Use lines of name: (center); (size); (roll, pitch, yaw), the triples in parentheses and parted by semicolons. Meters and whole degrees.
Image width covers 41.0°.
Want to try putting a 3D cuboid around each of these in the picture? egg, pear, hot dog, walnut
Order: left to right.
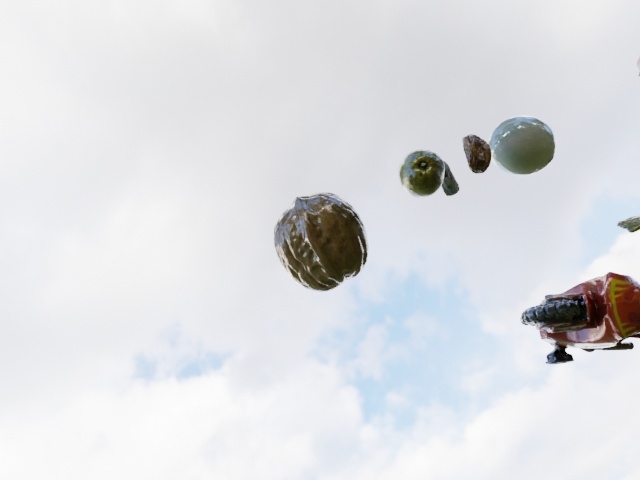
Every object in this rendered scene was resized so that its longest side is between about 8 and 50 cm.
walnut: (0.000, 0.000, 1.808); (0.213, 0.213, 0.213); (-19, -45, -21)
pear: (0.219, -0.146, 1.851); (0.107, 0.107, 0.131); (-30, -6, -9)
hot dog: (0.306, -0.174, 1.687); (0.058, 0.083, 0.035); (4, -24, -33)
egg: (0.493, -0.233, 2.116); (0.209, 0.151, 0.151); (-8, -50, -41)

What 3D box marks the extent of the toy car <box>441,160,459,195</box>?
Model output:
toy car: (0.298, -0.148, 2.039); (0.041, 0.025, 0.093); (-27, -67, 13)

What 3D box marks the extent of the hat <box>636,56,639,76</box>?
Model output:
hat: (0.820, -0.434, 1.914); (0.107, 0.286, 0.237); (24, -64, -7)

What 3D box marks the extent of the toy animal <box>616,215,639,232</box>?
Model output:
toy animal: (0.435, -0.018, 0.994); (0.095, 0.155, 0.219); (-59, -5, 19)

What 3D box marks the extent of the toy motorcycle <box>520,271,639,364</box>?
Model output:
toy motorcycle: (0.375, 0.107, 1.169); (0.171, 0.089, 0.298); (-20, -18, 22)
